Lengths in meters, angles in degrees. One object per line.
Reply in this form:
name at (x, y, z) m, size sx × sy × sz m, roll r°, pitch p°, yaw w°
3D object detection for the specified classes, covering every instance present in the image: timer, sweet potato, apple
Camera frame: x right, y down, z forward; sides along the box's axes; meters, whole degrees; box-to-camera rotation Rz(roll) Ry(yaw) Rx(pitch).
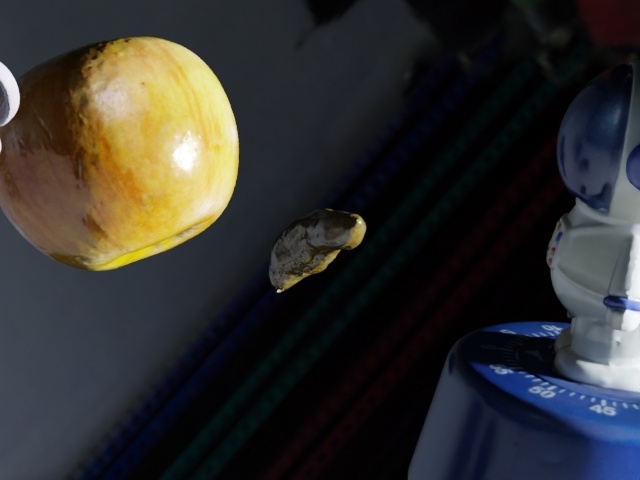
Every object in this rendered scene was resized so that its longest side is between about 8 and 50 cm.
timer at (0.225, 0.046, 1.354) m, size 0.270 × 0.383 × 0.270 m, roll 8°, pitch 16°, yaw -2°
sweet potato at (0.000, -0.002, 1.628) m, size 0.182 × 0.054 × 0.053 m, roll -35°, pitch -108°, yaw 62°
apple at (-0.227, -0.095, 2.000) m, size 0.286 × 0.286 × 0.233 m, roll 127°, pitch -55°, yaw -79°

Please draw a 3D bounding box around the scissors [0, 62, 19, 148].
scissors at (-0.366, -0.153, 1.504) m, size 0.242 × 0.030 × 0.118 m, roll 34°, pitch -53°, yaw 2°
